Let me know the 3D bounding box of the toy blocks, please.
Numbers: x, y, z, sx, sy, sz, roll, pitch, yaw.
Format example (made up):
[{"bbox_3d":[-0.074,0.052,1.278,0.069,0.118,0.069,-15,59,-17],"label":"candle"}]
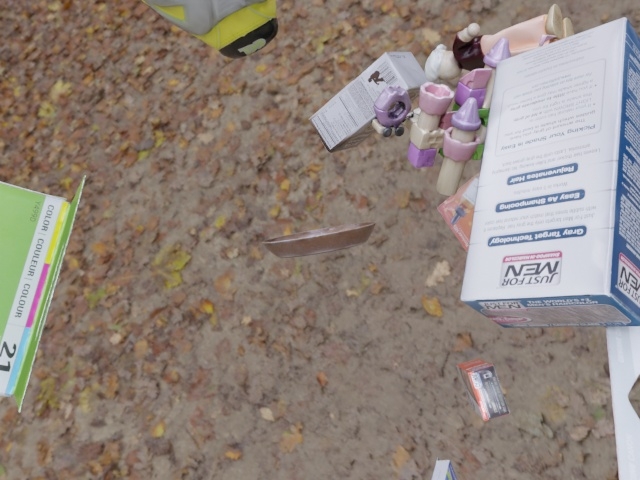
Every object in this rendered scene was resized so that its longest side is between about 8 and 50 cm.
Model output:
[{"bbox_3d":[0.303,-0.285,1.221,0.288,0.260,0.309,-9,40,-23],"label":"toy blocks"}]

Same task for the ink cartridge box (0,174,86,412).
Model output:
[{"bbox_3d":[-0.291,0.037,0.541,0.255,0.096,0.189,-15,61,60],"label":"ink cartridge box"}]

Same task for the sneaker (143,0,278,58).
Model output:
[{"bbox_3d":[-0.146,-0.285,0.526,0.145,0.147,0.385,-28,51,3],"label":"sneaker"}]

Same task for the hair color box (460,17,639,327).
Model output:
[{"bbox_3d":[0.291,-0.075,0.736,0.173,0.105,0.348,-9,59,46],"label":"hair color box"}]

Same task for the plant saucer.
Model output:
[{"bbox_3d":[0.000,0.000,0.894,0.168,0.168,0.029,-8,95,23],"label":"plant saucer"}]

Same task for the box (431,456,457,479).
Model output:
[{"bbox_3d":[0.301,0.620,1.483,0.042,0.109,0.178,-16,12,25],"label":"box"}]

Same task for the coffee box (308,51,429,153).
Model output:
[{"bbox_3d":[0.134,-0.375,1.674,0.297,0.168,0.119,-35,85,36],"label":"coffee box"}]

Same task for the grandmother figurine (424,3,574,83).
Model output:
[{"bbox_3d":[0.387,-0.437,1.412,0.342,0.207,0.104,-8,64,44],"label":"grandmother figurine"}]

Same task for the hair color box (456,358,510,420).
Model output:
[{"bbox_3d":[0.311,0.285,1.186,0.053,0.167,0.093,-18,81,2],"label":"hair color box"}]

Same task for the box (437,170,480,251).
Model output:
[{"bbox_3d":[0.377,-0.075,1.387,0.170,0.091,0.130,-44,67,33],"label":"box"}]

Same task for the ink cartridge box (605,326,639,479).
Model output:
[{"bbox_3d":[0.405,0.201,0.611,0.238,0.060,0.275,13,41,11],"label":"ink cartridge box"}]
